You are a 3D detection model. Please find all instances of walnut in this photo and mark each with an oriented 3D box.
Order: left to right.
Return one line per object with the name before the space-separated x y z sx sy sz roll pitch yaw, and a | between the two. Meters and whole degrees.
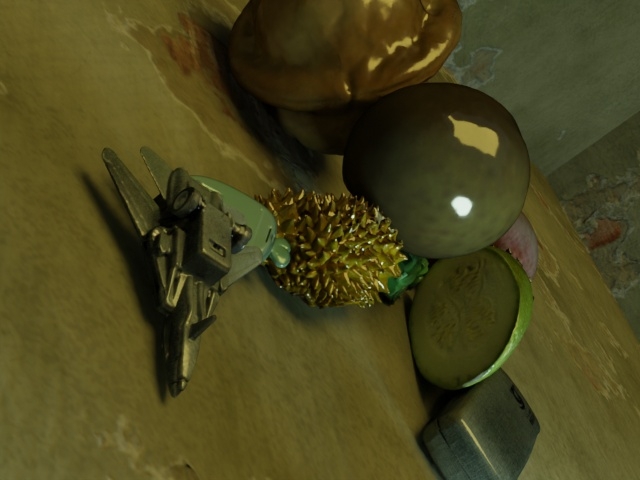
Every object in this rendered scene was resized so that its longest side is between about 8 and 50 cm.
walnut | 0.038 -0.311 1.521 0.383 0.384 0.383 45 21 -22

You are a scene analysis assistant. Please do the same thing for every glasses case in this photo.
glasses case | 0.227 0.261 1.333 0.131 0.074 0.323 57 19 7

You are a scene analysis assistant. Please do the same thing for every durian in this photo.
durian | 0.011 0.000 1.210 0.250 0.138 0.183 -3 66 -61

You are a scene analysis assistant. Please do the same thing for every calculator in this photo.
calculator | -0.097 -0.020 1.079 0.153 0.021 0.095 29 42 -11

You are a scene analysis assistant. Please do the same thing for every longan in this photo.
longan | 0.158 -0.096 1.336 0.258 0.258 0.258 45 21 -22

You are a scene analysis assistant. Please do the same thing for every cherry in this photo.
cherry | 0.256 -0.005 1.662 0.239 0.206 0.239 32 33 -24

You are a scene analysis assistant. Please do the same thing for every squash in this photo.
squash | 0.206 0.099 1.396 0.189 0.189 0.260 57 20 9

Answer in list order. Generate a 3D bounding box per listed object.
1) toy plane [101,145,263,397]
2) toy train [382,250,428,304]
toy plane | -0.119 0.029 0.905 0.212 0.088 0.267 36 26 -31
toy train | 0.114 0.030 1.443 0.099 0.081 0.149 54 35 7
